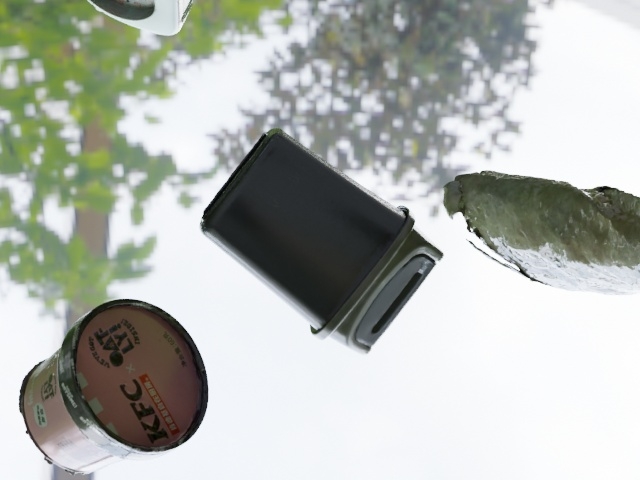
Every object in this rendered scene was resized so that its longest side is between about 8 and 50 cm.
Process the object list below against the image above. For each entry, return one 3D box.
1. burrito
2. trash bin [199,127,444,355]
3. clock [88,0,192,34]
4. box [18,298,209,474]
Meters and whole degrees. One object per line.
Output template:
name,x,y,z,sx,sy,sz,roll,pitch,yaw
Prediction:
burrito,0.289,0.002,1.458,0.348,0.175,0.107,7,-111,49
trash bin,0.000,0.000,2.049,0.290,0.209,0.182,37,-175,-8
clock,-0.273,-0.367,2.143,0.191,0.151,0.062,20,-116,6
box,-0.203,0.147,1.469,0.151,0.135,0.151,19,-123,-33
